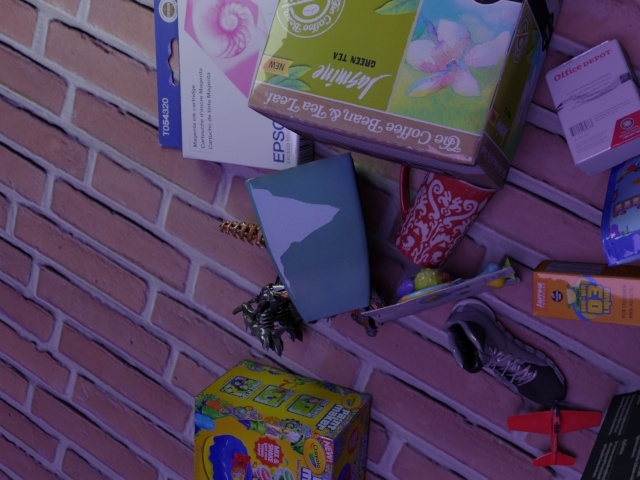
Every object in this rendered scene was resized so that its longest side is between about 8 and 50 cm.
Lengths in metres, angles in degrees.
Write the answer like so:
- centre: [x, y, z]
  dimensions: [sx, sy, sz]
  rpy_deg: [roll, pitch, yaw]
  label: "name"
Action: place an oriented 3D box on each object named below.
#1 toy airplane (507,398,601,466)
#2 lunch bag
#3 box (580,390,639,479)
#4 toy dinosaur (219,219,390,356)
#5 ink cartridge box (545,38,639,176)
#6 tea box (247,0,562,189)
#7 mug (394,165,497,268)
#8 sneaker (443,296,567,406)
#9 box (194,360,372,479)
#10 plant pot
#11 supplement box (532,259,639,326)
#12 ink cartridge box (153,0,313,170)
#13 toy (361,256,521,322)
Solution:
- centre: [0.374, 0.313, 1.360]
  dimensions: [0.151, 0.028, 0.151]
  rpy_deg: [1, 122, 2]
  label: "toy airplane"
- centre: [0.475, -0.059, 1.060]
  dimensions: [0.220, 0.293, 0.138]
  rpy_deg: [-21, 95, 31]
  label: "lunch bag"
- centre: [0.538, 0.312, 1.112]
  dimensions: [0.312, 0.343, 0.179]
  rpy_deg: [-26, 92, 32]
  label: "box"
- centre: [-0.034, 0.070, 1.479]
  dimensions: [0.322, 0.164, 0.218]
  rpy_deg: [40, 105, 31]
  label: "toy dinosaur"
- centre: [0.388, -0.182, 1.167]
  dimensions: [0.109, 0.063, 0.151]
  rpy_deg: [-26, 63, 31]
  label: "ink cartridge box"
- centre: [0.126, -0.273, 1.166]
  dimensions: [0.328, 0.220, 0.324]
  rpy_deg: [17, 91, 22]
  label: "tea box"
- centre: [0.188, -0.059, 1.335]
  dimensions: [0.169, 0.113, 0.150]
  rpy_deg: [-63, 32, 31]
  label: "mug"
- centre: [0.279, 0.198, 1.335]
  dimensions: [0.228, 0.132, 0.086]
  rpy_deg: [41, 119, 11]
  label: "sneaker"
- centre: [-0.071, 0.413, 1.560]
  dimensions: [0.279, 0.177, 0.290]
  rpy_deg: [11, 110, 23]
  label: "box"
- centre: [0.000, 0.000, 1.338]
  dimensions: [0.165, 0.166, 0.235]
  rpy_deg: [-15, 89, 4]
  label: "plant pot"
- centre: [0.435, 0.080, 1.251]
  dimensions: [0.233, 0.080, 0.078]
  rpy_deg: [3, 105, 29]
  label: "supplement box"
- centre: [-0.167, -0.295, 1.454]
  dimensions: [0.329, 0.071, 0.324]
  rpy_deg: [8, 109, 24]
  label: "ink cartridge box"
- centre: [0.186, 0.070, 1.323]
  dimensions: [0.237, 0.137, 0.056]
  rpy_deg: [-15, 74, 15]
  label: "toy"
